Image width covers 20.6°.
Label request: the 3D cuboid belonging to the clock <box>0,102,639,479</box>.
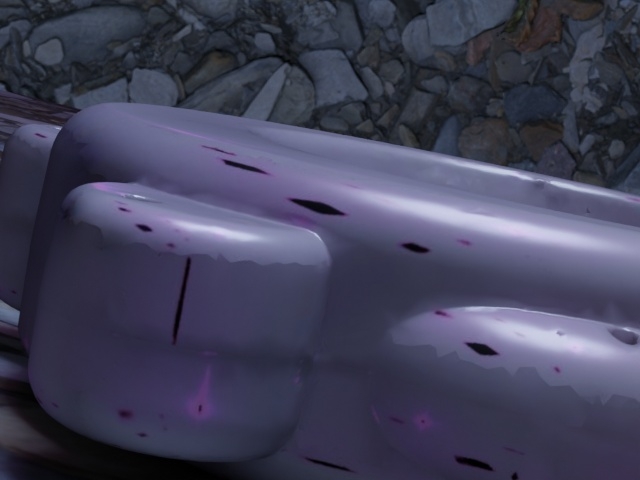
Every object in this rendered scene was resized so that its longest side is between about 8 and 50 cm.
[{"bbox_3d":[0.050,0.032,0.618,0.322,0.113,0.295,11,7,-17],"label":"clock"}]
